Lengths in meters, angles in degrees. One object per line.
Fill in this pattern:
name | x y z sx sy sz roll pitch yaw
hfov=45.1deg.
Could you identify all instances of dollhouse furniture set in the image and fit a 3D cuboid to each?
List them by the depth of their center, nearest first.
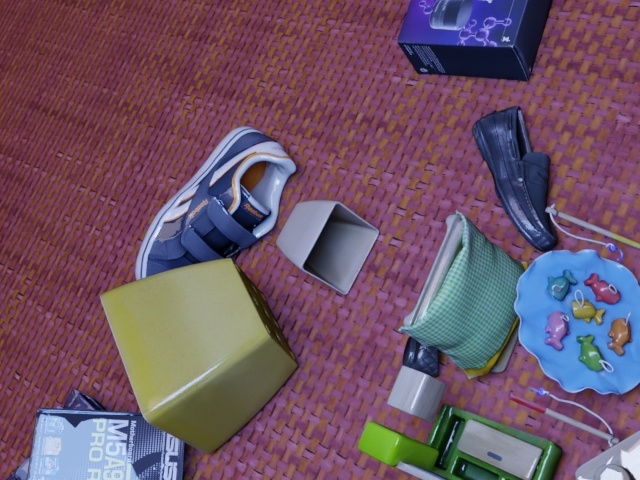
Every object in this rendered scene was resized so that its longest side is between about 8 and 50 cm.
dollhouse furniture set | 0.201 0.146 0.898 0.151 0.197 0.301 15 78 42

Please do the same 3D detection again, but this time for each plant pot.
plant pot | -0.158 0.149 1.111 0.187 0.212 0.212 -31 58 0
plant pot | 0.000 0.000 1.135 0.096 0.109 0.109 23 83 46

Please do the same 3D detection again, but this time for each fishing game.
fishing game | 0.317 0.092 0.898 0.189 0.041 0.264 25 65 -4

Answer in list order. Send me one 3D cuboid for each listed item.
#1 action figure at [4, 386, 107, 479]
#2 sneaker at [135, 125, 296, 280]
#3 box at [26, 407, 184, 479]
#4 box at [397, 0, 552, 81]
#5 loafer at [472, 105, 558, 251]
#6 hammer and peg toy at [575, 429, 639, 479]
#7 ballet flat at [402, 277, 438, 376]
action figure | -0.451 0.364 1.196 0.099 0.185 0.285 41 77 2
sneaker | -0.165 -0.032 1.221 0.127 0.126 0.321 31 86 40
box | -0.311 0.382 1.103 0.216 0.060 0.270 6 68 -13
box | 0.248 -0.381 1.149 0.184 0.103 0.261 12 77 29
loafer | 0.272 -0.089 1.032 0.078 0.076 0.223 -30 55 25
hammer and peg toy | 0.392 0.317 0.777 0.361 0.127 0.266 -37 59 12
ballet flat | 0.156 0.101 1.048 0.049 0.057 0.173 20 80 -8
